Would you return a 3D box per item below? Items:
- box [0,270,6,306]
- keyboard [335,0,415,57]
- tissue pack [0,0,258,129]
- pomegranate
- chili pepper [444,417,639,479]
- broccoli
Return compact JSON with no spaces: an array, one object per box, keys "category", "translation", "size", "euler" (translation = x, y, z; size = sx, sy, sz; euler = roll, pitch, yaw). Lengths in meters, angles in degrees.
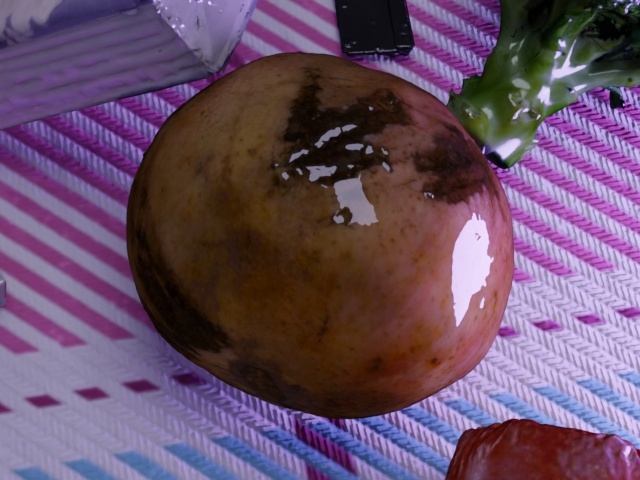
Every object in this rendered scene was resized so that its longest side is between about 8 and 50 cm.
[{"category":"box","translation":[-0.340,0.033,1.468],"size":[0.125,0.043,0.089],"euler":[-24,67,-22]},{"category":"keyboard","translation":[0.044,-0.277,1.739],"size":[0.072,0.023,0.231],"euler":[-4,60,-5]},{"category":"tissue pack","translation":[-0.206,-0.226,1.496],"size":[0.344,0.125,0.242],"euler":[-9,50,36]},{"category":"pomegranate","translation":[0.000,0.000,1.406],"size":[0.322,0.322,0.322],"euler":[5,59,-8]},{"category":"chili pepper","translation":[0.209,0.279,1.327],"size":[0.251,0.229,0.305],"euler":[3,59,10]},{"category":"broccoli","translation":[0.238,-0.206,1.627],"size":[0.297,0.297,0.297],"euler":[43,100,15]}]
